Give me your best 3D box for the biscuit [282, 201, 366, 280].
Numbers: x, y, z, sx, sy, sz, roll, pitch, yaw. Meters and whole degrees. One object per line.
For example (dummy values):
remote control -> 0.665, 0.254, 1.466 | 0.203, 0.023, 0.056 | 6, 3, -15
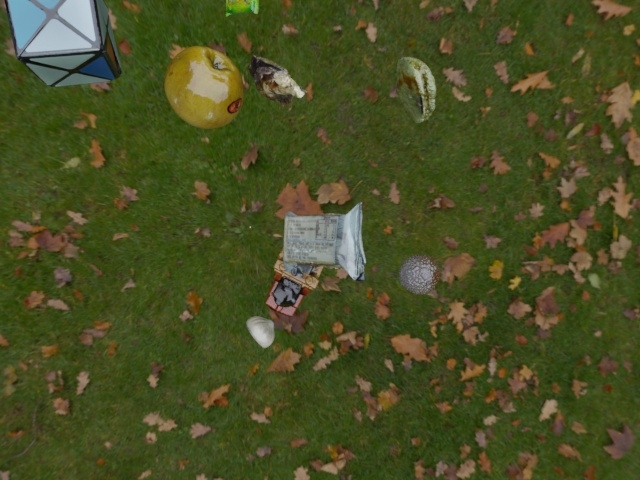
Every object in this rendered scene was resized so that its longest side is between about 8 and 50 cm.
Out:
biscuit -> 0.000, 0.005, 1.187 | 0.079, 0.309, 0.186 | 3, 87, -43

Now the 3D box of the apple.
apple -> -0.251, -0.338, 1.012 | 0.182, 0.155, 0.182 | 16, 53, -22

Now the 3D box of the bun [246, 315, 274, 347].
bun -> -0.228, 0.356, 1.852 | 0.094, 0.138, 0.138 | -35, 96, -2

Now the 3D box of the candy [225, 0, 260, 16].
candy -> -0.266, -0.815, 1.560 | 0.032, 0.178, 0.102 | 0, 106, -48

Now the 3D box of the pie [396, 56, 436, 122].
pie -> 0.343, -0.547, 1.685 | 0.090, 0.201, 0.248 | -28, 123, -12

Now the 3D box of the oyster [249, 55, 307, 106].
oyster -> -0.179, -0.587, 1.732 | 0.275, 0.271, 0.100 | 37, 85, -1

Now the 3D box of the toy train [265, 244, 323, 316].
toy train -> -0.101, 0.153, 1.641 | 0.163, 0.369, 0.232 | 26, 82, 0

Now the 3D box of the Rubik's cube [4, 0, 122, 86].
Rubik's cube -> -0.789, -0.646, 1.434 | 0.246, 0.250, 0.248 | -12, 91, -12

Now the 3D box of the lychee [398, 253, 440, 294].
lychee -> 0.395, 0.133, 1.849 | 0.165, 0.197, 0.165 | -3, 106, -10
